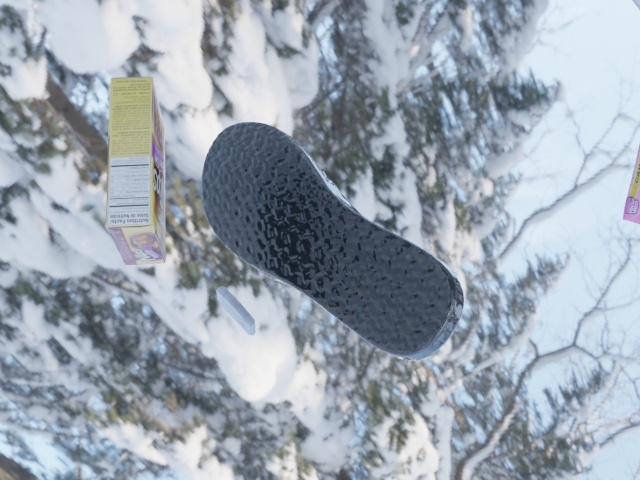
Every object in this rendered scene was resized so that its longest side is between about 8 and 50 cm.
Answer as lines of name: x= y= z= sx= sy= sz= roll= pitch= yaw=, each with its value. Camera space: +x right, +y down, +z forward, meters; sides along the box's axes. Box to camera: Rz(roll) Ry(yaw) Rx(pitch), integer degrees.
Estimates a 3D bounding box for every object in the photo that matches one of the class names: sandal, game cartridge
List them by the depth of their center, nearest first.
sandal: x=-0.001 y=0.003 z=1.061 sx=0.446 sy=0.107 sz=0.167 roll=41 pitch=-85 yaw=31
game cartridge: x=-0.131 y=0.109 z=1.275 sx=0.017 sy=0.056 sz=0.083 roll=-40 pitch=-107 yaw=-16

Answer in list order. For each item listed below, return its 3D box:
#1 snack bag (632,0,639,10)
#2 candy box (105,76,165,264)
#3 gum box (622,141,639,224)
snack bag: x=0.314 y=-0.274 z=0.714 sx=0.037 sy=0.342 sz=0.323 roll=-27 pitch=-125 yaw=11
candy box: x=-0.206 y=-0.077 z=0.922 sx=0.053 sy=0.109 sz=0.187 roll=-2 pitch=-113 yaw=-4
gum box: x=0.414 y=-0.100 z=0.906 sx=0.062 sy=0.188 sz=0.107 roll=4 pitch=-167 yaw=-19
